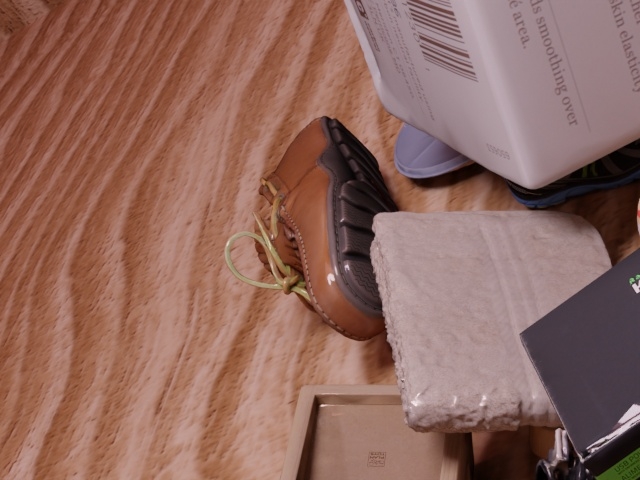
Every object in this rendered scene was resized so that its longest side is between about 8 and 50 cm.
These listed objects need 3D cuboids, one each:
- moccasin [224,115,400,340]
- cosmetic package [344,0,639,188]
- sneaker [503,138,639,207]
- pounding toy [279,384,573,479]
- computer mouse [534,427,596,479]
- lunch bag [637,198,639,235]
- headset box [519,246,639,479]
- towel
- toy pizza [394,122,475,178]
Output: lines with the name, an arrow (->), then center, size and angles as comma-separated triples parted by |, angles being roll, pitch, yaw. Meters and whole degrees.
moccasin -> -0.002, -0.002, 1.594 | 0.147, 0.139, 0.380 | -43, 26, 10
cosmetic package -> 0.227, -0.295, 1.413 | 0.394, 0.329, 0.327 | -26, 22, -11
sneaker -> 0.233, -0.086, 1.462 | 0.188, 0.078, 0.067 | -21, 31, 36
pounding toy -> 0.086, 0.164, 1.247 | 0.206, 0.094, 0.181 | -1, 36, 10
computer mouse -> 0.203, 0.108, 1.078 | 0.072, 0.188, 0.272 | 25, 56, 28
lunch bag -> 0.338, -0.027, 0.973 | 0.293, 0.258, 0.120 | -35, 25, -2
headset box -> 0.278, 0.086, 0.860 | 0.246, 0.283, 0.131 | -36, 25, 9
towel -> 0.139, 0.058, 1.272 | 0.187, 0.049, 0.282 | -1, 30, -3
toy pizza -> 0.161, -0.128, 1.695 | 0.201, 0.032, 0.201 | -34, 24, 18
